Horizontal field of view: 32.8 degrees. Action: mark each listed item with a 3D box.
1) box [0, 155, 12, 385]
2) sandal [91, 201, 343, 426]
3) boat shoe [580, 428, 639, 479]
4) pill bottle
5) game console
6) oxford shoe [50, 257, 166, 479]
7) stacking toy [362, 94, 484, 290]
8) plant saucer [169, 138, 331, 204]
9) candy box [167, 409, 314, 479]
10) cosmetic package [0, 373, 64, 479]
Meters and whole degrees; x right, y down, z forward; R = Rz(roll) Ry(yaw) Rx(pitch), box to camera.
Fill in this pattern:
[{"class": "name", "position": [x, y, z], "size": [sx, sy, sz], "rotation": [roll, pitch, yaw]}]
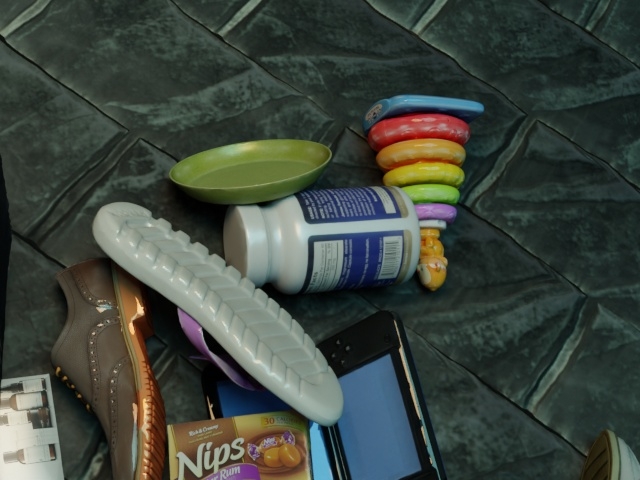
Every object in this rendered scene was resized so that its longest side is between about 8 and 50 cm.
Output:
[{"class": "box", "position": [-0.603, 0.143, 1.197], "size": [0.480, 0.297, 0.471], "rotation": [1, 62, -12]}, {"class": "sandal", "position": [-0.140, 0.108, 1.443], "size": [0.416, 0.102, 0.169], "rotation": [42, 22, 6]}, {"class": "boat shoe", "position": [0.438, 0.396, 1.538], "size": [0.103, 0.113, 0.302], "rotation": [19, 34, -4]}, {"class": "pill bottle", "position": [0.000, 0.000, 1.599], "size": [0.265, 0.153, 0.153], "rotation": [-3, 66, -21]}, {"class": "game console", "position": [0.003, 0.263, 1.465], "size": [0.173, 0.250, 0.293], "rotation": [8, 59, -46]}, {"class": "oxford shoe", "position": [-0.282, 0.190, 1.441], "size": [0.133, 0.130, 0.363], "rotation": [-10, 60, -5]}, {"class": "stacking toy", "position": [0.162, -0.069, 1.711], "size": [0.166, 0.175, 0.301], "rotation": [1, 78, -18]}, {"class": "plant saucer", "position": [-0.101, -0.099, 1.605], "size": [0.241, 0.241, 0.037], "rotation": [-17, 112, -26]}, {"class": "candy box", "position": [-0.105, 0.288, 1.433], "size": [0.187, 0.053, 0.109], "rotation": [-7, 69, 4]}, {"class": "cosmetic package", "position": [-0.378, 0.294, 1.375], "size": [0.099, 0.060, 0.239], "rotation": [-6, 67, -21]}]
